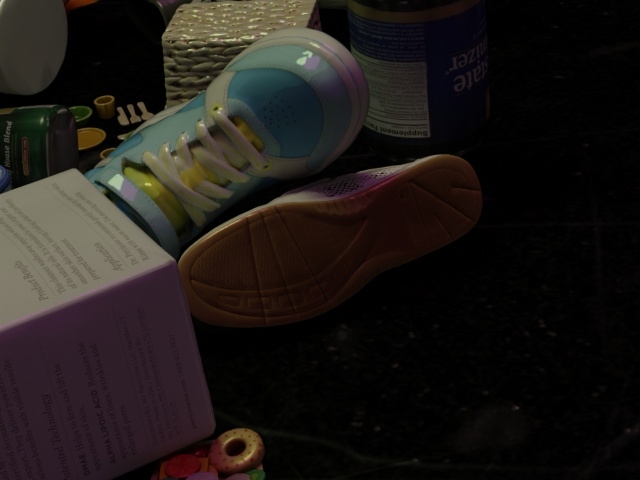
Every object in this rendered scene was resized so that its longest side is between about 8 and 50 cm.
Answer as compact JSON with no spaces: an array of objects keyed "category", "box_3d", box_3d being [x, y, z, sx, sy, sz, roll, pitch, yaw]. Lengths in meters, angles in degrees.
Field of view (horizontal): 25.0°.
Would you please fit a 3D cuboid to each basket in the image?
[{"category":"basket","box_3d":[-0.079,-0.188,1.512,0.167,0.103,0.113,-2,31,9]}]

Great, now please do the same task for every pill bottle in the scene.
[{"category":"pill bottle","box_3d":[0.091,-0.146,1.299,0.123,0.219,0.123,-5,32,3]},{"category":"pill bottle","box_3d":[-0.435,-0.242,1.617,0.278,0.162,0.162,9,35,24]}]

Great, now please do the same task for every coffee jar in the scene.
[{"category":"coffee jar","box_3d":[-0.332,-0.084,1.398,0.184,0.096,0.079,1,11,15]}]

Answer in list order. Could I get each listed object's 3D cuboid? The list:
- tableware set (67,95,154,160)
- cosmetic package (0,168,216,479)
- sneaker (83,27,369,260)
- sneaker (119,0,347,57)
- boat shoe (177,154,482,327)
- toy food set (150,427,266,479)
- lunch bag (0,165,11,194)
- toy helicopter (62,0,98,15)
[{"category":"tableware set","box_3d":[-0.218,-0.113,1.495,0.104,0.024,0.154,-14,33,-11]},{"category":"cosmetic package","box_3d":[-0.295,0.105,1.016,0.385,0.156,0.217,-22,30,-19]},{"category":"sneaker","box_3d":[-0.106,-0.049,1.203,0.319,0.127,0.208,-28,15,49]},{"category":"sneaker","box_3d":[-0.048,-0.285,1.649,0.447,0.169,0.257,8,42,37]},{"category":"boat shoe","box_3d":[0.000,0.000,1.214,0.277,0.098,0.096,-19,12,-21]},{"category":"toy food set","box_3d":[-0.079,0.165,1.017,0.083,0.020,0.082,-5,32,2]},{"category":"lunch bag","box_3d":[-0.379,0.003,1.279,0.176,0.090,0.219,9,36,19]},{"category":"toy helicopter","box_3d":[-0.388,-0.351,1.764,0.140,0.235,0.355,-52,17,-14]}]
